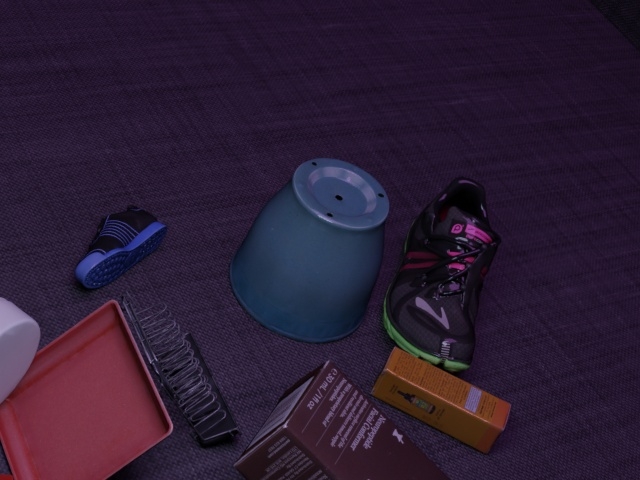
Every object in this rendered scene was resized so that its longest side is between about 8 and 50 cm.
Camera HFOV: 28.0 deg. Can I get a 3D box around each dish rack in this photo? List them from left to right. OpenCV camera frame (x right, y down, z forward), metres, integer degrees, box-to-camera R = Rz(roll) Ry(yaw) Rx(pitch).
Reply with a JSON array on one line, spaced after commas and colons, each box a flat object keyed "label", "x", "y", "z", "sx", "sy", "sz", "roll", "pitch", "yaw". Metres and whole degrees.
[{"label": "dish rack", "x": -0.225, "y": 0.194, "z": 2.015, "sx": 0.074, "sy": 0.271, "sz": 0.208, "roll": -30, "pitch": 56, "yaw": -4}]

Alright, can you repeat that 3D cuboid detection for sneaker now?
[{"label": "sneaker", "x": -0.371, "y": 0.008, "z": 2.271, "sx": 0.090, "sy": 0.081, "sz": 0.232, "roll": 33, "pitch": 33, "yaw": 14}, {"label": "sneaker", "x": 0.235, "y": 0.050, "z": 2.429, "sx": 0.185, "sy": 0.202, "sz": 0.483, "roll": 17, "pitch": 40, "yaw": -8}]

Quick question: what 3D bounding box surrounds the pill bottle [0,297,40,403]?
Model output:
[{"label": "pill bottle", "x": -0.628, "y": 0.089, "z": 1.921, "sx": 0.392, "sy": 0.224, "sz": 0.224, "roll": 34, "pitch": 40, "yaw": 14}]

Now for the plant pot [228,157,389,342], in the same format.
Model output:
[{"label": "plant pot", "x": 0.000, "y": 0.000, "z": 2.325, "sx": 0.272, "sy": 0.255, "sz": 0.271, "roll": 15, "pitch": 40, "yaw": -13}]

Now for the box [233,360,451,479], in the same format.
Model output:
[{"label": "box", "x": 0.073, "y": 0.388, "z": 1.938, "sx": 0.381, "sy": 0.143, "sz": 0.191, "roll": 46, "pitch": 34, "yaw": -5}]

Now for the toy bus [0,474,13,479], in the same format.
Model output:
[{"label": "toy bus", "x": -0.523, "y": 0.350, "z": 1.793, "sx": 0.202, "sy": 0.104, "sz": 0.191, "roll": 25, "pitch": 40, "yaw": 1}]

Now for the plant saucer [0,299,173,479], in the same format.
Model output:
[{"label": "plant saucer", "x": -0.355, "y": 0.259, "z": 1.918, "sx": 0.259, "sy": 0.258, "sz": 0.048, "roll": 59, "pitch": 8, "yaw": 34}]

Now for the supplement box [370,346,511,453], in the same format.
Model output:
[{"label": "supplement box", "x": 0.212, "y": 0.280, "z": 2.263, "sx": 0.233, "sy": 0.078, "sz": 0.080, "roll": 26, "pitch": 40, "yaw": 1}]
